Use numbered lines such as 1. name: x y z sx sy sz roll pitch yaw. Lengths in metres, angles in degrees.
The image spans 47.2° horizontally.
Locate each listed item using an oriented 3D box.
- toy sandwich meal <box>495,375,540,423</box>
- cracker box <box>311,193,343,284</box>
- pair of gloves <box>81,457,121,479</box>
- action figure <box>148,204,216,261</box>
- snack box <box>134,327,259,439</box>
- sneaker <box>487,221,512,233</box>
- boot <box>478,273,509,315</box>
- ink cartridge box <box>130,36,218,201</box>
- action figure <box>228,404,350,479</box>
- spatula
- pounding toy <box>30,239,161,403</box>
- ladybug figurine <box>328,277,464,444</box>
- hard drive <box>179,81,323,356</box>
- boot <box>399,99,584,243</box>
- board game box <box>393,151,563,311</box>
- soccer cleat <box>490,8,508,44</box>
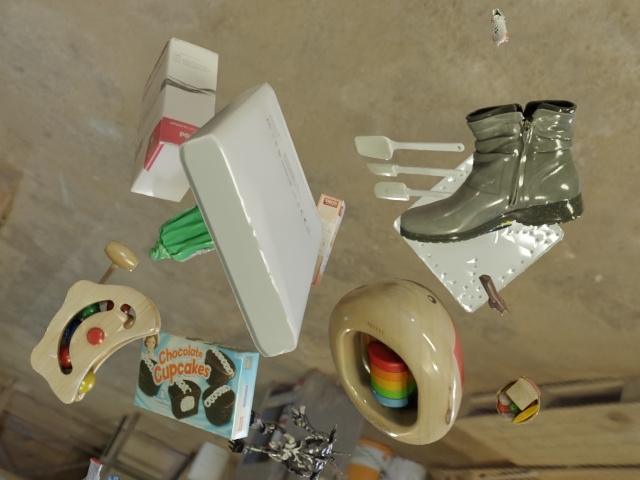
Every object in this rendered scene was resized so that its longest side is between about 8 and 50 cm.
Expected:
1. toy sandwich meal: 0.346 0.280 1.282 0.085 0.086 0.029 7 169 28
2. cracker box: 0.000 0.000 1.944 0.067 0.232 0.156 18 179 5
3. pair of gloves: -0.471 0.554 1.543 0.198 0.159 0.023 14 178 43
4. action figure: -0.204 -0.024 1.326 0.137 0.232 0.063 61 169 17
5. snack box: -0.287 0.315 1.659 0.322 0.187 0.060 7 178 36
6. sneaker: 0.466 -0.054 2.192 0.209 0.082 0.069 -19 169 23
7. boot: 0.424 0.123 1.836 0.114 0.037 0.106 54 179 -17
8. ink cartridge box: -0.242 -0.198 1.216 0.092 0.218 0.158 13 148 -26
9. action figure: -0.068 0.470 1.721 0.275 0.164 0.141 25 -173 -28
10. spatula: 0.190 -0.143 1.483 0.242 0.019 0.168 8 133 36
11. pounding toy: -0.363 0.149 1.265 0.154 0.269 0.155 29 170 1
12. ladybug figurine: 0.166 0.241 1.492 0.305 0.162 0.449 29 143 28
13. hard drive: -0.064 -0.048 0.870 0.047 0.353 0.233 -17 108 10
14. boot: 0.207 -0.093 0.936 0.246 0.083 0.161 -11 114 17
15. board game box: 0.491 -0.038 2.294 0.390 0.390 0.050 48 -174 -9
16. soccer cleat: 0.309 -0.372 1.276 0.029 0.083 0.035 -17 131 30
